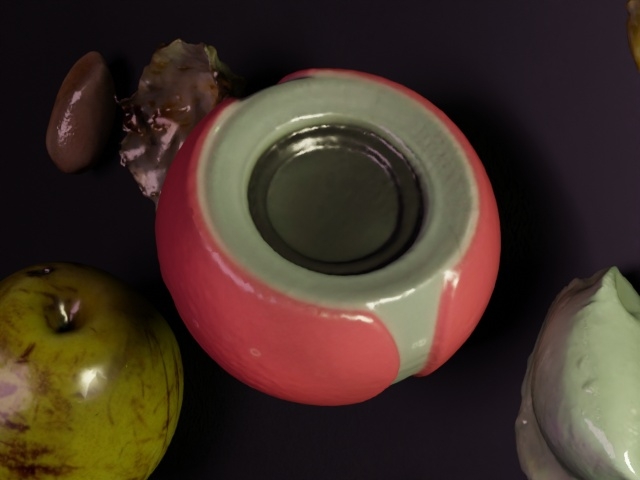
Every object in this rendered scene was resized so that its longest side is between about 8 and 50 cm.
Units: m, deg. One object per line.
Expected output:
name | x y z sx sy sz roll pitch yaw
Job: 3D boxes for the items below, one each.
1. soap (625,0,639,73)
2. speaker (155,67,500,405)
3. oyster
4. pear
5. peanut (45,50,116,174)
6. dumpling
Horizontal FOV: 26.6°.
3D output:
soap | 0.353 -0.084 0.856 0.281 0.143 0.259 -16 94 58
speaker | 0.000 0.000 1.156 0.294 0.294 0.294 1 92 45
oyster | -0.092 -0.038 1.346 0.337 0.133 0.198 68 155 12
pear | -0.281 0.159 1.447 0.283 0.283 0.284 1 92 45
peanut | -0.277 -0.147 1.581 0.076 0.076 0.152 33 116 40
dumpling | 0.219 0.132 1.067 0.149 0.105 0.217 96 168 -52
